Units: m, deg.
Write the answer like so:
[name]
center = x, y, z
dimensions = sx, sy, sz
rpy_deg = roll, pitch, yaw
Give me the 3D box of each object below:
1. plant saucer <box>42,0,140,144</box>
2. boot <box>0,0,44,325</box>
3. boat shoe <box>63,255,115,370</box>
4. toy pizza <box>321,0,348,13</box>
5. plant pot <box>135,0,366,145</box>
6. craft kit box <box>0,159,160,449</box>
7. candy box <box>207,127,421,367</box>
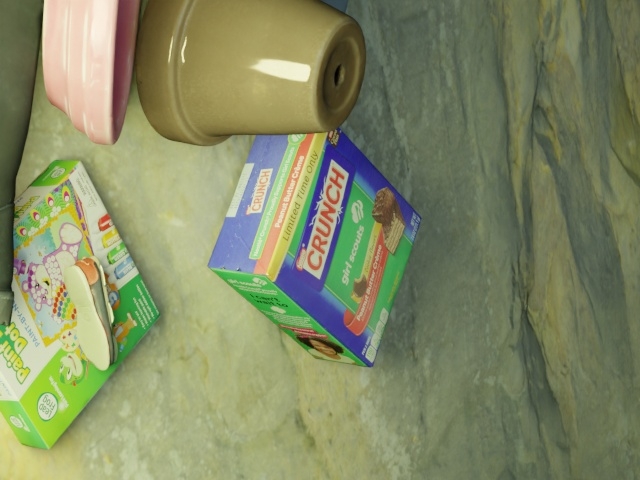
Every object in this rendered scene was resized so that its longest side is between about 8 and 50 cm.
[plant saucer]
center = -0.255, -0.276, 1.523
dimensions = 0.332, 0.084, 0.332
rpy_deg = -174, -90, -85
[boot]
center = -0.443, -0.153, 1.331
dimensions = 0.367, 0.146, 0.445
rpy_deg = 12, 82, -52
[boat shoe]
center = -0.266, 0.087, 1.596
dimensions = 0.043, 0.049, 0.137
rpy_deg = -32, 113, -51
[toy pizza]
center = -0.022, -0.385, 1.958
dimensions = 0.201, 0.032, 0.201
rpy_deg = -10, 102, -54
[plant pot]
center = -0.074, -0.231, 1.727
dimensions = 0.263, 0.229, 0.263
rpy_deg = -44, 142, -48
[craft kit box]
center = -0.322, 0.074, 1.601
dimensions = 0.247, 0.061, 0.250
rpy_deg = -51, 131, -36
[candy box]
center = 0.000, 0.000, 1.987
dimensions = 0.317, 0.122, 0.268
rpy_deg = 43, 59, -46
